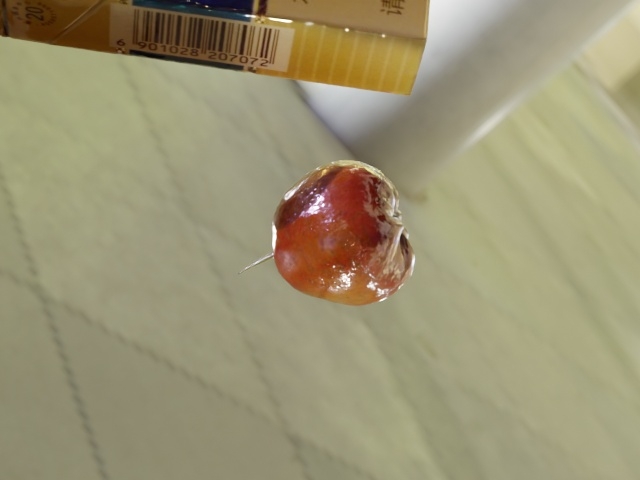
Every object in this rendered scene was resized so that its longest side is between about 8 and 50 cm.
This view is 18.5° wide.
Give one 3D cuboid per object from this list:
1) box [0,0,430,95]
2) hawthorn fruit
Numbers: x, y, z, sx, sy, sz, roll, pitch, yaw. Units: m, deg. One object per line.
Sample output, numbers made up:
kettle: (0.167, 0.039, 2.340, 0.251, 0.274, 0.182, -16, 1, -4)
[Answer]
box: (-0.056, -0.171, 1.066, 0.237, 0.070, 0.152, 9, 63, -5)
hawthorn fruit: (0.013, -0.009, 1.622, 0.140, 0.125, 0.125, 16, 11, 11)
